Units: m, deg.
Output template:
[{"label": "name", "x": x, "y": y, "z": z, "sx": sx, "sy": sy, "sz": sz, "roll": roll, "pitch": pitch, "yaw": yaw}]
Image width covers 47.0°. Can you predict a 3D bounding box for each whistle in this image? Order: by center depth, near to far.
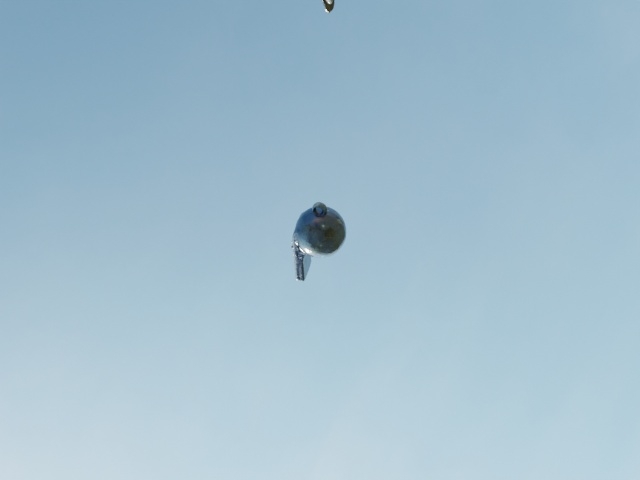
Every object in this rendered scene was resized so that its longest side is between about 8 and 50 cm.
[{"label": "whistle", "x": 0.000, "y": 0.000, "z": 1.173, "sx": 0.090, "sy": 0.090, "sz": 0.158, "roll": -34, "pitch": -39, "yaw": -28}]

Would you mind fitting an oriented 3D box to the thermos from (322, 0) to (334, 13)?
[{"label": "thermos", "x": -0.076, "y": -0.312, "z": 0.652, "sx": 0.146, "sy": 0.264, "sz": 0.177, "roll": -55, "pitch": -22, "yaw": -49}]
